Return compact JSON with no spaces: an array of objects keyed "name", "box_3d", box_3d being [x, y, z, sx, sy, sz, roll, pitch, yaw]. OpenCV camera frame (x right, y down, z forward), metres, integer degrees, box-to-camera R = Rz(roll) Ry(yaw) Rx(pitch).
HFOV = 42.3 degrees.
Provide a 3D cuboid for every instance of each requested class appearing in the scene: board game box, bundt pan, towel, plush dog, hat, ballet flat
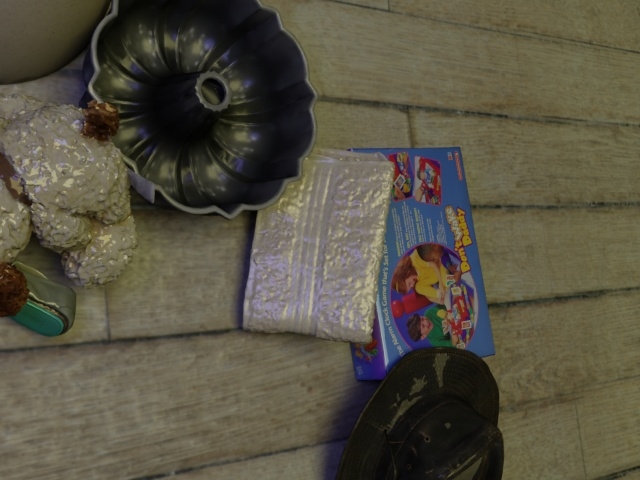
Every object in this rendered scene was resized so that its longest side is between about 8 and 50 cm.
[{"name":"board game box","box_3d":[0.143,0.029,1.309,0.234,0.078,0.346,-5,84,-36]},{"name":"bundt pan","box_3d":[-0.170,-0.181,1.097,0.331,0.124,0.330,7,78,-36]},{"name":"towel","box_3d":[0.000,0.000,1.172,0.187,0.049,0.282,7,76,4]},{"name":"plush dog","box_3d":[-0.331,-0.052,0.891,0.225,0.211,0.262,-35,90,-33]},{"name":"hat","box_3d":[0.182,0.325,1.200,0.332,0.134,0.331,-7,102,-31]},{"name":"ballet flat","box_3d":[-0.381,0.043,0.955,0.213,0.072,0.068,33,37,-27]}]

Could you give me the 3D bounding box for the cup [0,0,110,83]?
[{"name":"cup","box_3d":[-0.360,-0.370,0.933,0.331,0.237,0.330,7,78,-34]}]
